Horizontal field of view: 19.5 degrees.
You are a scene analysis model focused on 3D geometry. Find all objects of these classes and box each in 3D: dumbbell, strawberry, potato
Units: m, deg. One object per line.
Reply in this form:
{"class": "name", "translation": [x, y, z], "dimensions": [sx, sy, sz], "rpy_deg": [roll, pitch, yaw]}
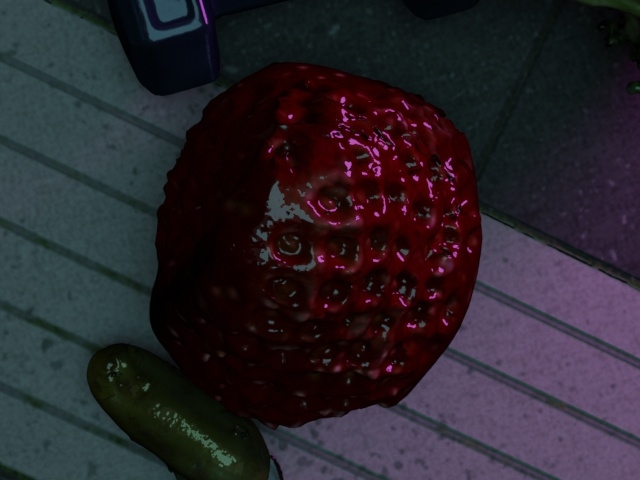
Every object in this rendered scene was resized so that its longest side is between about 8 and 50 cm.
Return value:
{"class": "dumbbell", "translation": [-0.024, -0.239, 1.612], "dimensions": [0.325, 0.160, 0.144], "rpy_deg": [-18, 123, -5]}
{"class": "strawberry", "translation": [0.000, 0.000, 1.523], "dimensions": [0.317, 0.345, 0.295], "rpy_deg": [-42, 89, -3]}
{"class": "potato", "translation": [-0.126, 0.159, 1.639], "dimensions": [0.188, 0.105, 0.085], "rpy_deg": [37, 86, -3]}

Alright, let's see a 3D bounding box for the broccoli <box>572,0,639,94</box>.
{"class": "broccoli", "translation": [0.289, -0.261, 1.582], "dimensions": [0.260, 0.288, 0.235], "rpy_deg": [14, 128, -41]}

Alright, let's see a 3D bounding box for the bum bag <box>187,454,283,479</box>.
{"class": "bum bag", "translation": [-0.100, 0.264, 1.686], "dimensions": [0.159, 0.026, 0.109], "rpy_deg": [-19, 94, -5]}
